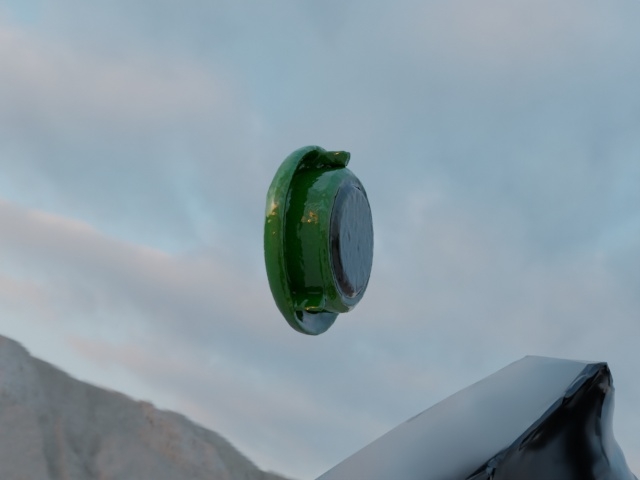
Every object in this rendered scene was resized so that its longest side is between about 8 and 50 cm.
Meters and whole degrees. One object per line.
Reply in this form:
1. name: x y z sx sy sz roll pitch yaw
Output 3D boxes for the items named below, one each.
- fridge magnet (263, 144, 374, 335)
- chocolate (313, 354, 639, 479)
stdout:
1. fridge magnet: 0.000 0.000 0.902 0.088 0.208 0.208 0 -30 22
2. chocolate: 0.092 0.298 0.509 0.331 0.384 0.383 56 -24 9
